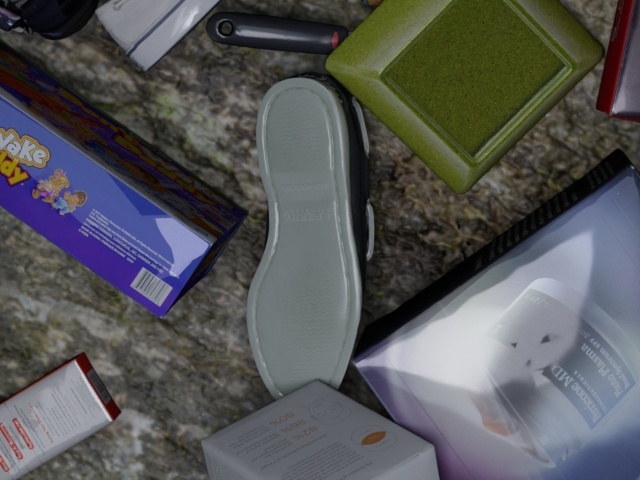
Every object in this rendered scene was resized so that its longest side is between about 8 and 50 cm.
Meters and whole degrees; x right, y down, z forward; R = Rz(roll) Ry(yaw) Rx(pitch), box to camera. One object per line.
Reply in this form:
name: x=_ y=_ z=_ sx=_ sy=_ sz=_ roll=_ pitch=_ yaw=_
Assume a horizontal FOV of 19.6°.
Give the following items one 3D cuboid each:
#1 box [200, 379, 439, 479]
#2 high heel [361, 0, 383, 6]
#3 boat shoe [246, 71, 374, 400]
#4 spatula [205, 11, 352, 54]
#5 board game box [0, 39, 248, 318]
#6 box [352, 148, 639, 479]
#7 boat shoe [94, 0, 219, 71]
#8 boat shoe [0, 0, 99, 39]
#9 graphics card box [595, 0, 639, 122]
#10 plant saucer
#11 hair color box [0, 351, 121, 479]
box: x=0.002 y=0.208 z=1.572 sx=0.130 sy=0.170 sz=0.091 roll=-25 pitch=120 yaw=-27
high heel: x=0.043 y=-0.342 z=1.628 sx=0.186 sy=0.093 sz=0.261 roll=-42 pitch=99 yaw=5
boat shoe: x=0.000 y=0.000 z=1.674 sx=0.114 sy=0.091 sz=0.302 roll=9 pitch=102 yaw=20
spatula: x=0.045 y=-0.177 z=1.665 sx=0.296 sy=0.030 sz=0.084 roll=6 pitch=98 yaw=-10
board game box: x=-0.239 y=-0.079 z=1.614 sx=0.347 sy=0.233 sz=0.078 roll=35 pitch=99 yaw=0
box: x=0.232 y=0.128 z=1.627 sx=0.294 sy=0.183 sz=0.296 roll=-36 pitch=92 yaw=9
boat shoe: x=-0.095 y=-0.265 z=1.649 sx=0.258 sy=0.095 sz=0.084 roll=-44 pitch=96 yaw=7
boat shoe: x=-0.337 y=-0.315 z=1.631 sx=0.340 sy=0.158 sz=0.127 roll=42 pitch=98 yaw=-1
graphics card box: x=0.446 y=-0.188 z=1.614 sx=0.371 sy=0.094 sz=0.233 roll=12 pitch=97 yaw=2
plant saucer: x=0.134 y=-0.155 z=1.635 sx=0.188 sy=0.045 sz=0.188 roll=-45 pitch=113 yaw=7
hair color box: x=-0.266 y=0.172 z=1.742 sx=0.141 sy=0.043 sz=0.072 roll=-30 pitch=93 yaw=7
